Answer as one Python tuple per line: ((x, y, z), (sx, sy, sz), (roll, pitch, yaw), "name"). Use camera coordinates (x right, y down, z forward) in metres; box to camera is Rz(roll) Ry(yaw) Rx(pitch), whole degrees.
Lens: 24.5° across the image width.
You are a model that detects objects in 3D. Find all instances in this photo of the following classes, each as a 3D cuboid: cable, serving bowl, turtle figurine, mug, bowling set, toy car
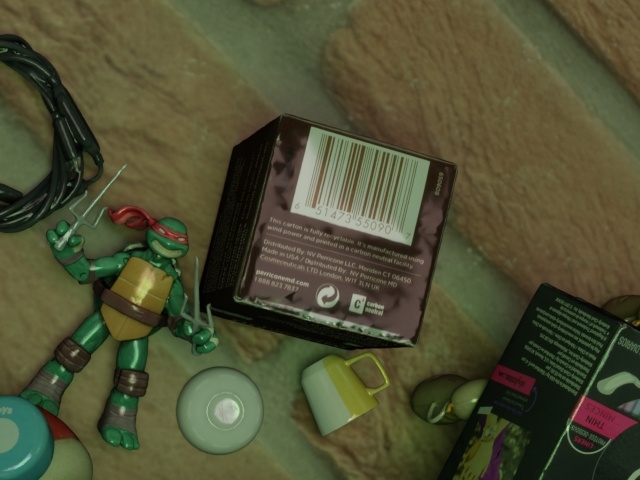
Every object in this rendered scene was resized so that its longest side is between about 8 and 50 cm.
((-0.295, -0.101, 1.346), (0.150, 0.047, 0.184), (-32, 96, -10), "cable")
((-0.091, 0.159, 1.378), (0.083, 0.027, 0.083), (2, 84, -16), "serving bowl")
((-0.168, 0.060, 1.322), (0.175, 0.118, 0.234), (26, 95, 7), "turtle figurine")
((0.019, 0.139, 1.395), (0.078, 0.062, 0.064), (-28, 84, -19), "mug")
((0.251, 0.174, 1.400), (0.287, 0.154, 0.200), (-25, 91, -15), "bowling set")
((-0.335, 0.176, 1.253), (0.210, 0.219, 0.238), (-36, 65, -14), "toy car")

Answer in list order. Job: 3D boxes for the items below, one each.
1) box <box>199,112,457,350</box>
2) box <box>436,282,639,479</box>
((0.000, 0.000, 1.326), (0.168, 0.203, 0.167), (15, 81, -13), "box")
((0.219, 0.199, 1.258), (0.165, 0.143, 0.270), (26, 94, -23), "box")
